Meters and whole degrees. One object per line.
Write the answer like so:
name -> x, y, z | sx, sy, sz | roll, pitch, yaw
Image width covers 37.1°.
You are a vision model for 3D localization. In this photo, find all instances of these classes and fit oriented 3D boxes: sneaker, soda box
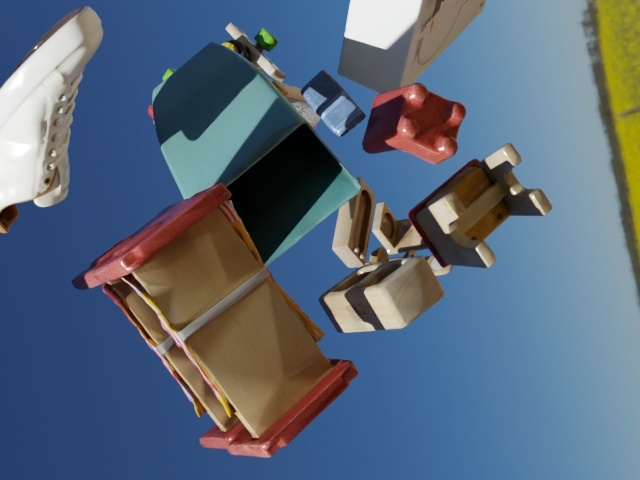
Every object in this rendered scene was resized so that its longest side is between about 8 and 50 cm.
sneaker -> -0.288, -0.118, 0.996 | 0.123, 0.290, 0.106 | 38, -147, -18
soda box -> -0.078, -0.266, 1.828 | 0.183, 0.058, 0.063 | 10, -148, -45

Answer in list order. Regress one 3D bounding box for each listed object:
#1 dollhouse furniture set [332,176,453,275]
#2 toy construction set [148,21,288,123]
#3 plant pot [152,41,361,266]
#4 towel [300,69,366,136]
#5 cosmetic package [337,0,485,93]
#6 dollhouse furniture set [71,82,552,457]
dollhouse furniture set -> 0.115, -0.015, 1.301 | 0.151, 0.123, 0.144 | 49, -138, -44
toy construction set -> -0.142, -0.261, 1.617 | 0.257, 0.237, 0.309 | 24, -159, -37
plant pot -> -0.101, -0.123, 1.175 | 0.234, 0.165, 0.166 | 54, -174, 35
towel -> 0.022, -0.249, 1.741 | 0.119, 0.067, 0.029 | 51, -178, 14
cosmetic package -> 0.154, -0.400, 1.161 | 0.284, 0.097, 0.377 | -51, -19, -42
dollhouse furniture set -> 0.000, 0.000, 0.857 | 0.374, 0.152, 0.201 | -39, -79, -25
